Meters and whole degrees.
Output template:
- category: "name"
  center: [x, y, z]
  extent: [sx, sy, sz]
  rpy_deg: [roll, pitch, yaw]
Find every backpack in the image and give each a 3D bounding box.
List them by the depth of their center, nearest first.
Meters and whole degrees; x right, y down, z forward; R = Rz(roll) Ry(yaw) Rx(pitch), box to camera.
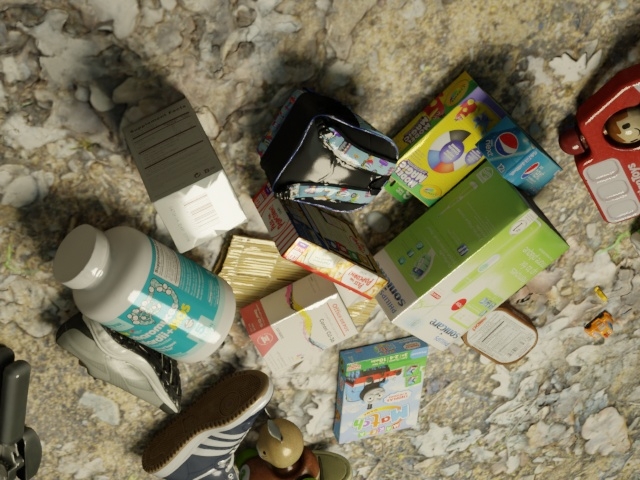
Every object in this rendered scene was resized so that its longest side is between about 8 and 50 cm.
- category: "backpack"
  center: [0.018, -0.125, 1.676]
  extent: [0.173, 0.117, 0.158]
  rpy_deg: [15, 120, -33]

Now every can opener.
- category: "can opener"
  center: [-0.493, 0.282, 1.829]
  extent: [0.093, 0.074, 0.280]
  rpy_deg: [-36, 148, -44]

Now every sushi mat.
- category: "sushi mat"
  center: [-0.031, 0.067, 1.882]
  extent: [0.317, 0.019, 0.151]
  rpy_deg: [9, 124, -30]

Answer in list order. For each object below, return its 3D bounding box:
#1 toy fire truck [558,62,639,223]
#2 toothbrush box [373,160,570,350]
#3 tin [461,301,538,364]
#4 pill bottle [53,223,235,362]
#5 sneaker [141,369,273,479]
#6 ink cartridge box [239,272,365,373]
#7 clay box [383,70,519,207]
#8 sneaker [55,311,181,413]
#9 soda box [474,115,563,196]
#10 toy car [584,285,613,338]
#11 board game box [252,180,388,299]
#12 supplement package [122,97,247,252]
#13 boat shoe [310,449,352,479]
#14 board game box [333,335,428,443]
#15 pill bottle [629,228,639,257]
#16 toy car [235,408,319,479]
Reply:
- category: "toy fire truck"
  center: [0.531, -0.159, 1.870]
  extent: [0.254, 0.169, 0.302]
  rpy_deg: [-22, 135, 20]
- category: "toothbrush box"
  center: [0.236, 0.030, 1.877]
  extent: [0.283, 0.122, 0.206]
  rpy_deg: [-39, 147, 12]
- category: "tin"
  center: [0.328, 0.168, 2.123]
  extent: [0.190, 0.040, 0.106]
  rpy_deg: [31, 106, -39]
- category: "pill bottle"
  center: [-0.261, 0.072, 1.694]
  extent: [0.146, 0.146, 0.264]
  rpy_deg: [-45, 131, 15]
- category: "sneaker"
  center: [-0.159, 0.338, 1.994]
  extent: [0.282, 0.099, 0.153]
  rpy_deg: [-37, 129, 18]
- category: "ink cartridge box"
  center: [-0.016, 0.123, 1.877]
  extent: [0.198, 0.067, 0.115]
  rpy_deg: [-27, 135, 1]
- category: "clay box"
  center: [0.185, -0.143, 1.782]
  extent: [0.222, 0.053, 0.127]
  rpy_deg: [-44, 133, 14]
- category: "sneaker"
  center: [-0.309, 0.191, 1.818]
  extent: [0.108, 0.100, 0.271]
  rpy_deg: [-25, 132, 16]
- category: "soda box"
  center: [0.309, -0.128, 1.778]
  extent: [0.067, 0.071, 0.210]
  rpy_deg: [-43, 161, 12]
- category: "toy car"
  center: [0.528, 0.147, 2.191]
  extent: [0.060, 0.040, 0.122]
  rpy_deg: [-30, 134, 1]
- category: "board game box"
  center: [0.000, 0.000, 1.753]
  extent: [0.193, 0.146, 0.045]
  rpy_deg: [27, 113, -38]
- category: "supplement package"
  center: [-0.187, -0.090, 1.568]
  extent: [0.105, 0.179, 0.105]
  rpy_deg: [-26, 133, -3]
- category: "boat shoe"
  center: [-0.075, 0.485, 2.159]
  extent: [0.302, 0.113, 0.103]
  rpy_deg: [-20, 135, 6]
- category: "board game box"
  center: [0.108, 0.274, 2.106]
  extent: [0.160, 0.039, 0.211]
  rpy_deg: [-11, 132, -17]
- category: "pill bottle"
  center: [0.693, -0.023, 2.058]
  extent: [0.246, 0.136, 0.136]
  rpy_deg: [-36, 133, 7]
- category: "toy car"
  center: [-0.086, 0.369, 2.029]
  extent: [0.149, 0.155, 0.188]
  rpy_deg: [-19, 123, -10]
